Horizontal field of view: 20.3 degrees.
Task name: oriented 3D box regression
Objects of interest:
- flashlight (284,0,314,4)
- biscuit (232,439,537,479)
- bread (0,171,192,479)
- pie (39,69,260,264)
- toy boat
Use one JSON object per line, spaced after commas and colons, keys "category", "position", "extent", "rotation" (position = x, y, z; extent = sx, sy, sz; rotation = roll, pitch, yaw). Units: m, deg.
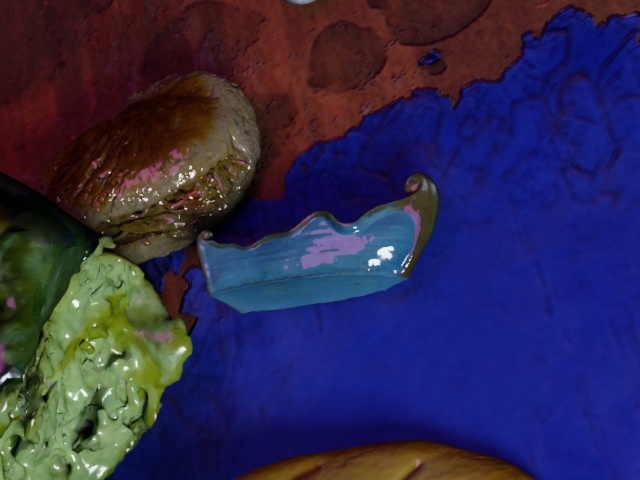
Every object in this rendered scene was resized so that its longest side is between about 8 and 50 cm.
{"category": "flashlight", "position": [-0.073, -0.362, 1.548], "extent": [0.103, 0.103, 0.424], "rotation": [-37, 47, 13]}
{"category": "biscuit", "position": [0.022, 0.199, 1.137], "extent": [0.260, 0.041, 0.203], "rotation": [-16, 35, 6]}
{"category": "bread", "position": [-0.283, 0.066, 1.369], "extent": [0.376, 0.208, 0.251], "rotation": [21, 85, 42]}
{"category": "pie", "position": [-0.141, -0.063, 1.432], "extent": [0.193, 0.079, 0.163], "rotation": [-28, 42, 13]}
{"category": "toy boat", "position": [0.000, 0.000, 1.291], "extent": [0.185, 0.075, 0.077], "rotation": [-10, 67, 29]}
